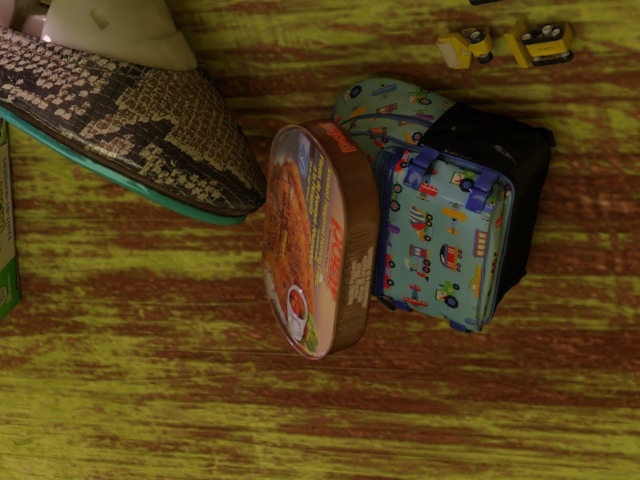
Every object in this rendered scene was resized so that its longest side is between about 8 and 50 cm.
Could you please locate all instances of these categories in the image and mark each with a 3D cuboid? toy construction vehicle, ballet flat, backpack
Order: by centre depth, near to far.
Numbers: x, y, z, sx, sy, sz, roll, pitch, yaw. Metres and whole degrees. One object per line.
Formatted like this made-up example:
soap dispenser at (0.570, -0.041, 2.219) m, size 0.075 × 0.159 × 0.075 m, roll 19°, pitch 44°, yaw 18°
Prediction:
toy construction vehicle at (0.122, -0.159, 1.368) m, size 0.098 × 0.035 × 0.086 m, roll -7°, pitch 129°, yaw 36°
backpack at (0.067, -0.031, 1.432) m, size 0.173 × 0.117 × 0.158 m, roll 23°, pitch 130°, yaw 17°
ballet flat at (-0.243, -0.174, 1.496) m, size 0.483 × 0.164 × 0.182 m, roll 22°, pitch 106°, yaw 16°

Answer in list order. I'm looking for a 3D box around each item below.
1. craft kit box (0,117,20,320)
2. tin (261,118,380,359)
craft kit box at (-0.383, -0.065, 1.705) m, size 0.250 × 0.061 × 0.247 m, roll 16°, pitch 126°, yaw 19°
tin at (0.000, 0.000, 1.409) m, size 0.106 × 0.040 × 0.190 m, roll 53°, pitch 147°, yaw 43°
